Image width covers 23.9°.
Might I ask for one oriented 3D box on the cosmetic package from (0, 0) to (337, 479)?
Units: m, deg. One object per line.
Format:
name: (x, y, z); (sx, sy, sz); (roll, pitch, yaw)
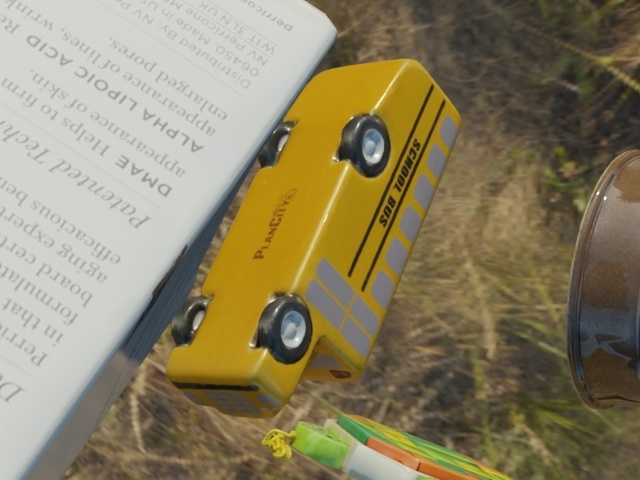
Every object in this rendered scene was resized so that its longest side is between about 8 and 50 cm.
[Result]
cosmetic package: (-0.167, 0.065, 0.472); (0.156, 0.217, 0.385); (32, 54, -2)

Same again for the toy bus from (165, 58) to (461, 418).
toy bus: (0.000, 0.000, 1.244); (0.130, 0.108, 0.332); (48, 54, -38)

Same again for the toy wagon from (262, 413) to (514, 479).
toy wagon: (0.099, 0.271, 1.762); (0.344, 0.267, 0.068); (23, 90, -20)

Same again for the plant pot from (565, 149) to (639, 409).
plant pot: (0.257, 0.036, 0.912); (0.167, 0.165, 0.166); (-23, 118, -55)
